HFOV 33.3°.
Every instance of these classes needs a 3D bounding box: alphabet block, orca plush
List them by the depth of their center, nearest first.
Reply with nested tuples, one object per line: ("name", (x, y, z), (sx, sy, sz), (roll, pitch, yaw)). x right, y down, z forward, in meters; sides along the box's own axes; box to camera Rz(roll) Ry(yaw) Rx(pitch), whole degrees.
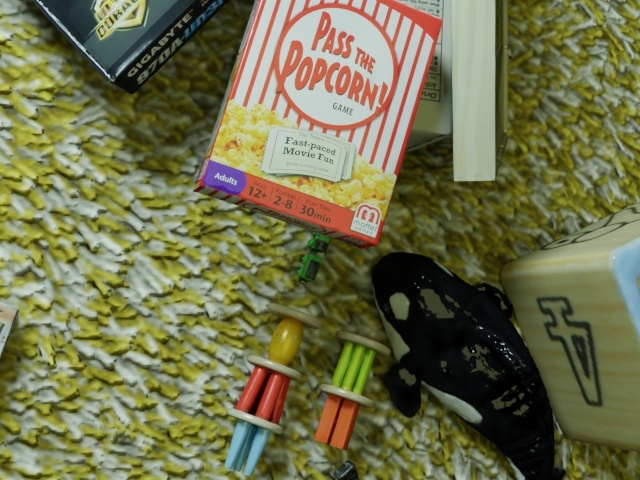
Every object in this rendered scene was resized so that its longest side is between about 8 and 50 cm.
("orca plush", (0.151, 0.134, 0.979), (0.151, 0.102, 0.287), (-22, 93, -19))
("alphabet block", (0.317, 0.072, 0.991), (0.192, 0.197, 0.193), (-22, 93, -18))

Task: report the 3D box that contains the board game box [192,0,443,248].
("board game box", (-0.001, -0.108, 0.842), (0.147, 0.045, 0.193), (18, 81, -14))

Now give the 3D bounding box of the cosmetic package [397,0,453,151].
("cosmetic package", (0.031, -0.234, 0.954), (0.153, 0.129, 0.296), (6, 83, -18))

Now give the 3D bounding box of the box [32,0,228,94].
("box", (-0.140, -0.257, 0.873), (0.220, 0.051, 0.175), (-43, 79, 4))

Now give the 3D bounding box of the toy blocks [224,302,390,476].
("toy blocks", (-0.016, 0.145, 0.946), (0.123, 0.054, 0.148), (23, 79, -13))

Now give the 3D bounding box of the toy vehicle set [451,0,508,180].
("toy vehicle set", (0.141, -0.200, 0.933), (0.035, 0.166, 0.267), (1, 107, 13))

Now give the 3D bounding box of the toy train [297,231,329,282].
("toy train", (0.000, 0.000, 0.980), (0.017, 0.024, 0.083), (23, 79, -16))

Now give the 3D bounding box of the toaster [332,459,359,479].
("toaster", (0.020, 0.320, 0.908), (0.146, 0.129, 0.227), (-29, 97, -16))

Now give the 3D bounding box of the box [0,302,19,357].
("box", (-0.330, 0.133, 0.851), (0.114, 0.036, 0.207), (21, 79, -16))
